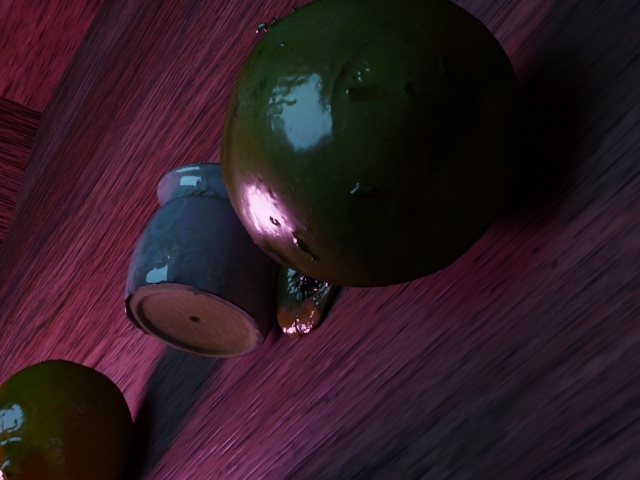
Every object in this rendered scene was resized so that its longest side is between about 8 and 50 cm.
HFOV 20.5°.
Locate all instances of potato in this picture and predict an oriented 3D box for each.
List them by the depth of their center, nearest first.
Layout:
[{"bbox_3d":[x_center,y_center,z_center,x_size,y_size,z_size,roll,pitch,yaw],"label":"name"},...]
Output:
[{"bbox_3d":[0.032,-0.070,1.234,0.304,0.215,0.216,134,155,-82],"label":"potato"}]

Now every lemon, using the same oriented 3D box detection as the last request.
[{"bbox_3d":[-0.301,0.227,2.027,0.248,0.184,0.184,-59,-6,-76],"label":"lemon"}]

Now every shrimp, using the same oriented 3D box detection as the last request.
[{"bbox_3d":[-0.001,-0.001,1.567,0.124,0.034,0.178,-6,66,70],"label":"shrimp"}]

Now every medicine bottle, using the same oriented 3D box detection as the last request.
[{"bbox_3d":[-0.101,0.018,1.668,0.147,0.147,0.143,-45,25,56],"label":"medicine bottle"}]
